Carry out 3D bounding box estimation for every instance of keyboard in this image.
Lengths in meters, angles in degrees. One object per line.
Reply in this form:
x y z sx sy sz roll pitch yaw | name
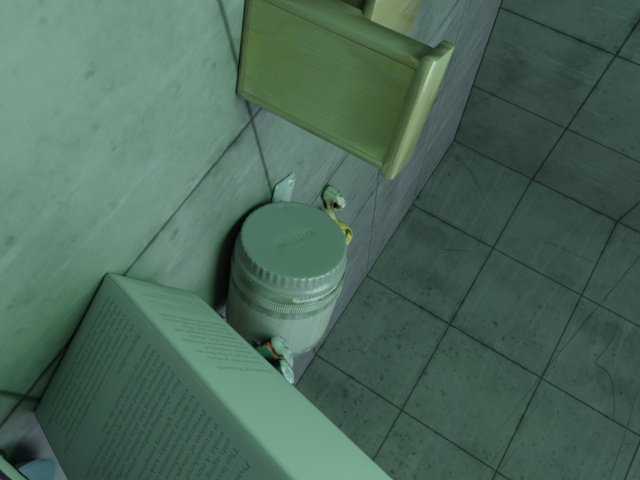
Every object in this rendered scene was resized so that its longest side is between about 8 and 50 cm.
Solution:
-0.102 -0.031 1.145 0.072 0.014 0.256 -38 154 -45 | keyboard

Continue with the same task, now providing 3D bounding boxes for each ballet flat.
0.042 -0.103 1.406 0.057 0.052 0.168 -60 166 0 | ballet flat

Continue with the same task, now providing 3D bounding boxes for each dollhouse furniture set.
0.102 -0.303 0.787 0.394 0.256 0.362 -46 161 -42 | dollhouse furniture set

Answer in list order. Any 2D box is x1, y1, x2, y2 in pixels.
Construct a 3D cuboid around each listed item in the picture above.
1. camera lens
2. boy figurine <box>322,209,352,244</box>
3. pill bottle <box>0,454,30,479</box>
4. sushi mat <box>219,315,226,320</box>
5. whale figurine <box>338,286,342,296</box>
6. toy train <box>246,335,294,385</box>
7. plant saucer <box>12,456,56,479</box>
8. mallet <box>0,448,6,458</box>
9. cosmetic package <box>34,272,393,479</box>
-0.072 0.087 1.048 0.219 0.219 0.274 -47 162 -41 | camera lens
0.000 0.000 1.399 0.177 0.092 0.285 -66 162 14 | boy figurine
-0.314 0.294 0.460 0.169 0.302 0.169 -53 163 -23 | pill bottle
-0.302 0.301 1.105 0.316 0.019 0.151 -62 167 8 | sushi mat
-0.047 0.140 1.319 0.216 0.141 0.272 -40 -179 -23 | whale figurine
-0.194 0.281 0.934 0.334 0.142 0.190 -30 -167 8 | toy train
-0.443 0.364 0.692 0.195 0.037 0.195 -55 169 -17 | plant saucer
-0.442 0.301 0.592 0.189 0.039 0.062 -47 165 -54 | mallet
-0.142 0.250 0.619 0.161 0.453 0.230 23 98 -51 | cosmetic package
